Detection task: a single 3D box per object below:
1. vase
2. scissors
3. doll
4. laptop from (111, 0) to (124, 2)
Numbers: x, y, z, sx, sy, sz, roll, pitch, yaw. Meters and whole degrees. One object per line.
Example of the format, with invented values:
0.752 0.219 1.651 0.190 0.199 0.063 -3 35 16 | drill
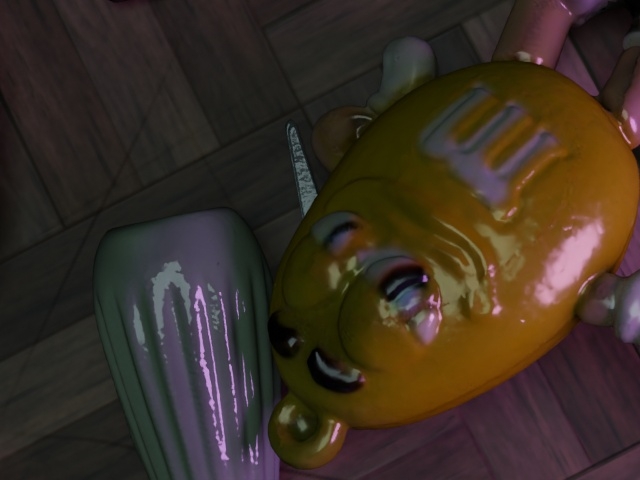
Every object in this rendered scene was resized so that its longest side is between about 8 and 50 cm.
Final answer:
-0.084 0.105 1.224 0.128 0.128 0.248 -10 91 4 | vase
0.000 0.000 1.280 0.100 0.015 0.189 -14 80 -1 | scissors
0.149 -0.040 1.192 0.348 0.161 0.423 1 63 20 | doll
-0.080 -0.273 1.325 0.207 0.026 0.154 -15 83 5 | laptop
